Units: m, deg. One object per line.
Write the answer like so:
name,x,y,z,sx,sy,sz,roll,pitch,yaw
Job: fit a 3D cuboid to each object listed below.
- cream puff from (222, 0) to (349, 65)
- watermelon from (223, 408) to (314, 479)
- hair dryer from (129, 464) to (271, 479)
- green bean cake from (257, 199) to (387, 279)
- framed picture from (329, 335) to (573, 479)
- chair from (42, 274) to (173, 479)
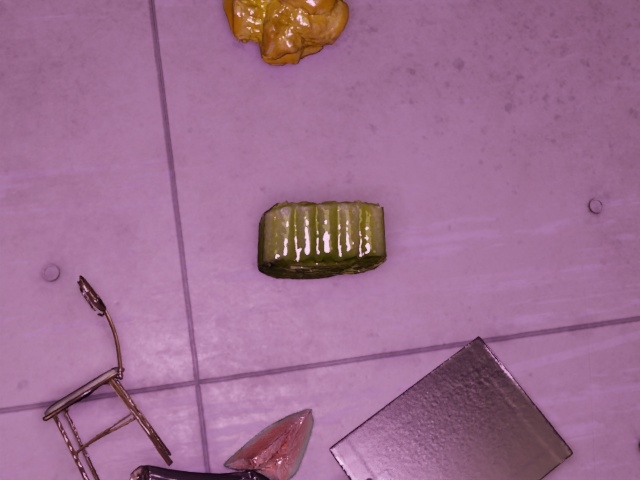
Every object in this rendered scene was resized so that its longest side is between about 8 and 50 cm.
cream puff,-0.066,-0.401,1.514,0.221,0.195,0.195,26,77,2
watermelon,-0.065,0.348,1.426,0.101,0.080,0.155,46,62,-7
hair dryer,-0.206,0.517,1.332,0.303,0.120,0.360,23,93,-37
green bean cake,0.000,0.000,1.428,0.214,0.200,0.113,-1,80,-8
framed picture,0.223,0.359,1.460,0.338,0.014,0.255,-34,73,-13
chair,-0.365,0.238,1.364,0.170,0.160,0.326,-30,89,-13
